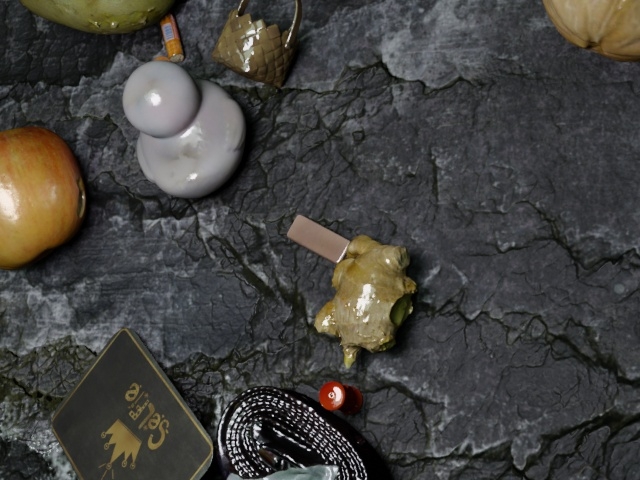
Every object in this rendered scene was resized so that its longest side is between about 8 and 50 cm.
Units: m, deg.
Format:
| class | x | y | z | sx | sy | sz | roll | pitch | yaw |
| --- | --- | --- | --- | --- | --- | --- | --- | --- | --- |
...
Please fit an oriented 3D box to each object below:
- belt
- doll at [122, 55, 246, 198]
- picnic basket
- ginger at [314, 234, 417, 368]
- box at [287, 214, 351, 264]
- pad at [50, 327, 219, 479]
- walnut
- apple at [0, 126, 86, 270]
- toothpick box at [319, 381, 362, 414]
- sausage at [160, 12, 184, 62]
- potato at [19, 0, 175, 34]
| class | x | y | z | sx | sy | sz | roll | pitch | yaw |
| --- | --- | --- | --- | --- | --- | --- | --- | --- | --- |
| belt | -0.033 | 0.345 | 1.765 | 0.289 | 0.164 | 0.184 | 29 | 87 | 31 |
| doll | -0.247 | -0.201 | 1.957 | 0.221 | 0.221 | 0.251 | -17 | 72 | 19 |
| picnic basket | -0.097 | -0.367 | 1.969 | 0.128 | 0.138 | 0.178 | 19 | 92 | 26 |
| ginger | 0.072 | 0.101 | 1.812 | 0.157 | 0.102 | 0.216 | 14 | 84 | 31 |
| box | 0.000 | 0.000 | 1.908 | 0.115 | 0.025 | 0.048 | 28 | 86 | 25 |
| pad | -0.322 | 0.295 | 1.894 | 0.315 | 0.063 | 0.375 | -51 | 47 | 5 |
| walnut | 0.476 | -0.418 | 1.679 | 0.277 | 0.252 | 0.313 | 21 | 82 | 37 |
| apple | -0.542 | -0.074 | 2.054 | 0.242 | 0.242 | 0.241 | -25 | 82 | 16 |
| toothpick box | 0.032 | 0.250 | 1.805 | 0.047 | 0.083 | 0.047 | -6 | 75 | 21 |
| sausage | -0.278 | -0.384 | 2.109 | 0.031 | 0.031 | 0.107 | -20 | 71 | 18 |
| potato | -0.423 | -0.516 | 2.095 | 0.359 | 0.219 | 0.269 | 16 | 69 | 32 |
